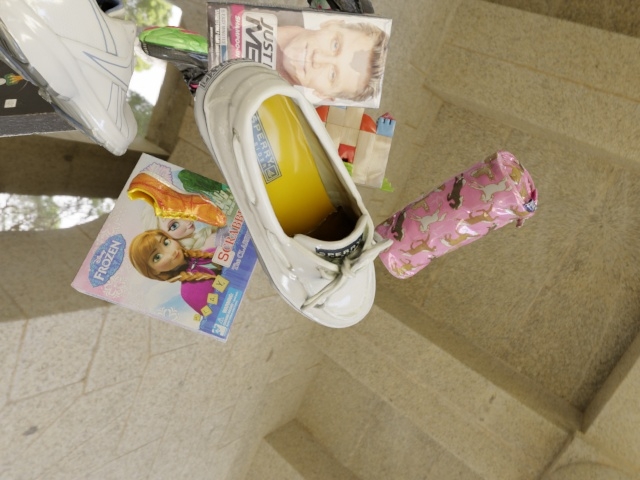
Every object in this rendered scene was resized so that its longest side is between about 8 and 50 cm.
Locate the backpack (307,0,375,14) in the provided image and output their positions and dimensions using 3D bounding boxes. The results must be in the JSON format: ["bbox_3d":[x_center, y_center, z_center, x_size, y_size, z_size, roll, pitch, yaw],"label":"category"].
[{"bbox_3d":[0.059,-0.557,1.130,0.182,0.152,0.115,63,-28,7],"label":"backpack"}]

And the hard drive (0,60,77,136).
[{"bbox_3d":[-0.656,-0.340,1.016,0.064,0.338,0.237,98,-21,-56],"label":"hard drive"}]

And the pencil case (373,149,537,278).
[{"bbox_3d":[0.307,-0.049,1.064,0.386,0.160,0.167,-32,-110,35],"label":"pencil case"}]

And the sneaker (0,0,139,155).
[{"bbox_3d":[-0.245,-0.189,0.488,0.111,0.297,0.129,38,-102,-3],"label":"sneaker"}]

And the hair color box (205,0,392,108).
[{"bbox_3d":[-0.047,-0.371,0.895,0.105,0.347,0.174,-107,-161,-58],"label":"hair color box"}]

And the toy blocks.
[{"bbox_3d":[0.056,-0.307,1.285,0.381,0.191,0.261,12,-85,-5],"label":"toy blocks"}]

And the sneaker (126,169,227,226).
[{"bbox_3d":[-0.248,-0.058,0.779,0.175,0.067,0.064,22,-30,-2],"label":"sneaker"}]

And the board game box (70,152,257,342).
[{"bbox_3d":[-0.292,0.012,0.952,0.317,0.066,0.319,20,-112,-6],"label":"board game box"}]

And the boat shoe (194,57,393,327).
[{"bbox_3d":[0.007,-0.006,0.472,0.156,0.135,0.367,40,-22,49],"label":"boat shoe"}]

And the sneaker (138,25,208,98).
[{"bbox_3d":[-0.340,-0.505,1.402,0.185,0.482,0.202,38,-74,35],"label":"sneaker"}]
